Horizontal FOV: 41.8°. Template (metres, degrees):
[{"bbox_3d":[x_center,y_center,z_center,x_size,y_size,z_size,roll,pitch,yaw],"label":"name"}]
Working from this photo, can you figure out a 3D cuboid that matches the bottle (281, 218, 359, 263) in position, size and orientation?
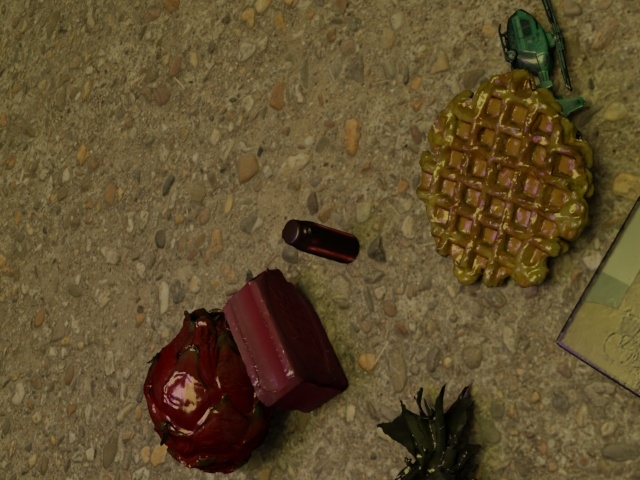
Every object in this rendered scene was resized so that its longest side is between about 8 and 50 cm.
[{"bbox_3d":[0.000,0.000,1.446,0.060,0.164,0.060,-10,73,36],"label":"bottle"}]

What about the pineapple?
[{"bbox_3d":[0.170,0.388,1.242,0.165,0.165,0.365,-23,60,33],"label":"pineapple"}]

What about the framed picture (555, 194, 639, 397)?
[{"bbox_3d":[0.496,0.064,1.135,0.244,0.013,0.324,34,102,38],"label":"framed picture"}]

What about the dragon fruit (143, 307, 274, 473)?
[{"bbox_3d":[-0.202,0.267,1.496,0.244,0.244,0.299,-22,74,33],"label":"dragon fruit"}]

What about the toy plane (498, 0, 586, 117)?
[{"bbox_3d":[0.342,-0.285,1.314,0.096,0.060,0.235,-18,64,20],"label":"toy plane"}]

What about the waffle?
[{"bbox_3d":[0.277,-0.086,1.277,0.302,0.068,0.325,-35,71,40],"label":"waffle"}]

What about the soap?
[{"bbox_3d":[-0.074,0.170,1.468,0.099,0.162,0.250,-41,58,24],"label":"soap"}]
